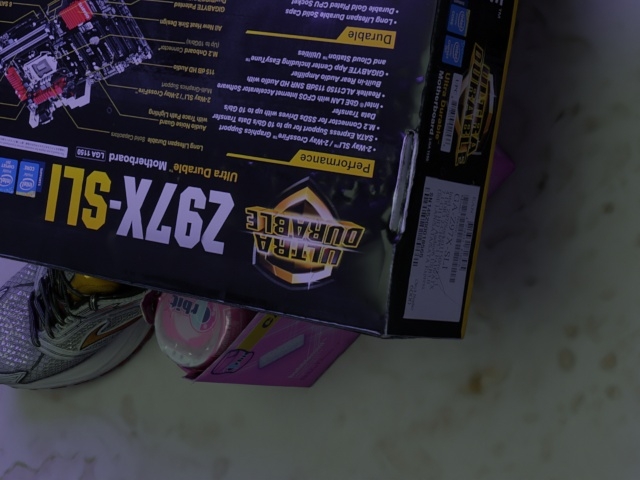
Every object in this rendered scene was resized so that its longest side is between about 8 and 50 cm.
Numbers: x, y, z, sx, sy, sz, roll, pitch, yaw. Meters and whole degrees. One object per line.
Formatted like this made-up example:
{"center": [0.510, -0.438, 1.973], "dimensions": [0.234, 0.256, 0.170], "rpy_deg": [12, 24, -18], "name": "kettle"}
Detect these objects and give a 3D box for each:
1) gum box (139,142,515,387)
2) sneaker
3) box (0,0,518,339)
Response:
{"center": [0.000, 0.000, 0.933], "dimensions": [0.188, 0.107, 0.062], "rpy_deg": [-48, 62, 20], "name": "gum box"}
{"center": [-0.131, 0.017, 1.028], "dimensions": [0.225, 0.093, 0.088], "rpy_deg": [-33, 68, 27], "name": "sneaker"}
{"center": [-0.064, -0.104, 0.872], "dimensions": [0.322, 0.079, 0.257], "rpy_deg": [9, 93, 33], "name": "box"}
